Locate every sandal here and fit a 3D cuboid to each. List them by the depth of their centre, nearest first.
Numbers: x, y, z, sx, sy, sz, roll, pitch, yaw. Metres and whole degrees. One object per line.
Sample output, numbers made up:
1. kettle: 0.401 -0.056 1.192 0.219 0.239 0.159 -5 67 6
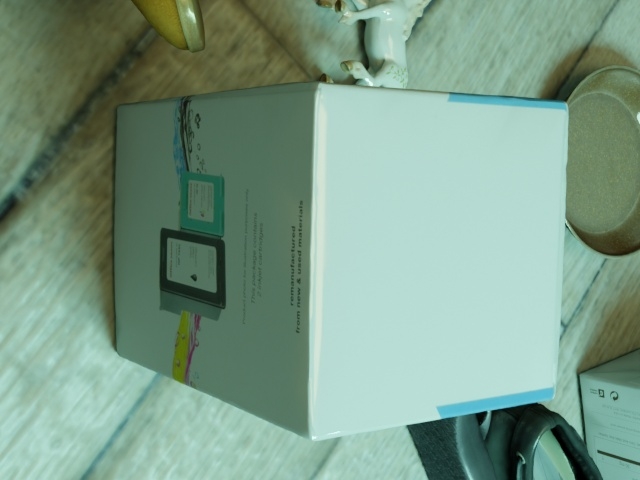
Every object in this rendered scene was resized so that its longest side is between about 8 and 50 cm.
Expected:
1. sandal: 0.117 0.154 0.879 0.054 0.097 0.254 -33 121 -27

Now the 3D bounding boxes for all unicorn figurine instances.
1. unicorn figurine: 0.055 -0.179 0.839 0.111 0.060 0.161 -3 111 -34

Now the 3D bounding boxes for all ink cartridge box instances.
1. ink cartridge box: 0.000 0.000 0.678 0.198 0.270 0.197 -2 95 -34

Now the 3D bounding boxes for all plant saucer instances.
1. plant saucer: 0.297 -0.081 1.015 0.199 0.036 0.198 -3 95 -34

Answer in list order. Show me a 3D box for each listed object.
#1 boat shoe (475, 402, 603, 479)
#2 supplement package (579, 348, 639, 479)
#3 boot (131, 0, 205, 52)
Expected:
1. boat shoe: 0.242 0.286 0.953 0.127 0.113 0.340 -30 109 -29
2. supplement package: 0.407 0.268 1.026 0.178 0.175 0.292 -15 101 -33
3. boot: -0.208 -0.213 0.584 0.211 0.104 0.295 -23 85 -5
